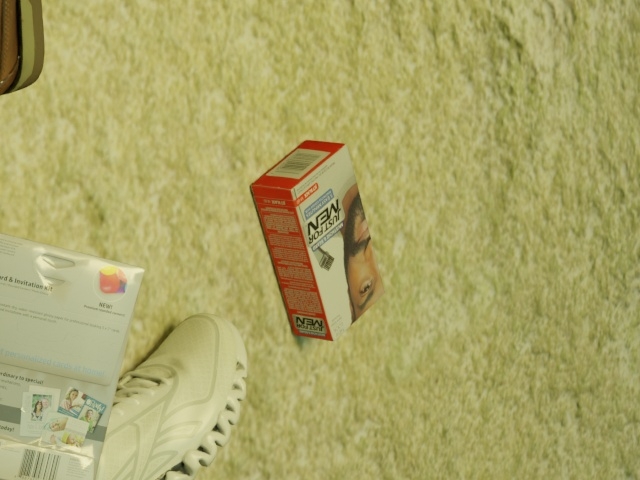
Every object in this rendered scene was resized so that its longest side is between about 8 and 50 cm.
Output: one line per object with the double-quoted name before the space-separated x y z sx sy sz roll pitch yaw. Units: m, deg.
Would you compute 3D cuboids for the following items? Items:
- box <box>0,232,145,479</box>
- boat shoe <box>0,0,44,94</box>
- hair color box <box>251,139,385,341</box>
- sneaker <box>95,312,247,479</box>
"box" -0.229 0.095 1.461 0.145 0.038 0.186 14 85 -21
"boat shoe" -0.271 -0.238 1.339 0.104 0.110 0.307 -31 120 -46
"hair color box" 0.000 0.000 1.773 0.093 0.053 0.167 -42 129 -40
"sneaker" -0.162 0.166 1.565 0.118 0.110 0.292 52 56 -32
